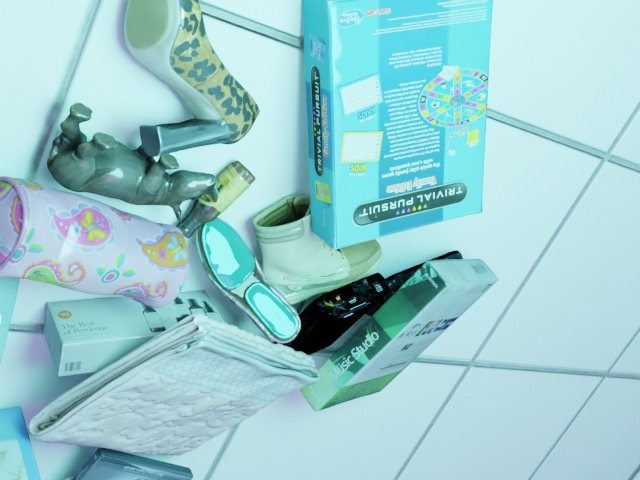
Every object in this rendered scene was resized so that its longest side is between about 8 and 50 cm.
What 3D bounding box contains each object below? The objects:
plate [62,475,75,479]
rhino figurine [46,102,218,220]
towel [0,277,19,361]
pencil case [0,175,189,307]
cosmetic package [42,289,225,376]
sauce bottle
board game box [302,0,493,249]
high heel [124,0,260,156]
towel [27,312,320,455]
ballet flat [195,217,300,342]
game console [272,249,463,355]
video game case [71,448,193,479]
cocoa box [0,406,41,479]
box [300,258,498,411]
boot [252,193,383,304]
[{"bbox_3d":[-0.390,0.510,1.429,0.277,0.045,0.278,23,109,-43],"label":"plate"},{"bbox_3d":[-0.229,-0.086,1.046,0.243,0.073,0.106,18,132,-41],"label":"rhino figurine"},{"bbox_3d":[-0.505,0.132,0.887,0.320,0.090,0.374,24,70,-50],"label":"towel"},{"bbox_3d":[-0.293,0.008,1.019,0.124,0.124,0.284,-53,146,13],"label":"pencil case"},{"bbox_3d":[-0.261,0.126,1.177,0.239,0.099,0.060,-3,123,-32],"label":"cosmetic package"},{"bbox_3d":[-0.147,-0.055,1.147,0.128,0.042,0.042,-45,135,3],"label":"sauce bottle"},{"bbox_3d":[0.108,-0.179,1.145,0.254,0.079,0.336,-13,117,-24],"label":"board game box"},{"bbox_3d":[-0.141,-0.240,1.006,0.186,0.093,0.261,-22,124,-49],"label":"high heel"},{"bbox_3d":[-0.203,0.234,1.232,0.317,0.053,0.332,-32,149,18],"label":"towel"},{"bbox_3d":[-0.115,0.063,1.217,0.077,0.079,0.221,-43,101,-20],"label":"ballet flat"},{"bbox_3d":[0.091,0.101,1.382,0.361,0.044,0.213,-18,161,-36],"label":"game console"},{"bbox_3d":[-0.364,0.461,1.359,0.274,0.026,0.196,-50,135,10],"label":"video game case"},{"bbox_3d":[-0.559,0.398,1.098,0.347,0.231,0.228,-3,124,-30],"label":"cocoa box"},{"bbox_3d":[0.135,0.156,1.397,0.322,0.058,0.232,-49,156,21],"label":"box"},{"bbox_3d":[0.000,0.000,1.265,0.213,0.077,0.165,-20,129,-19],"label":"boot"}]
